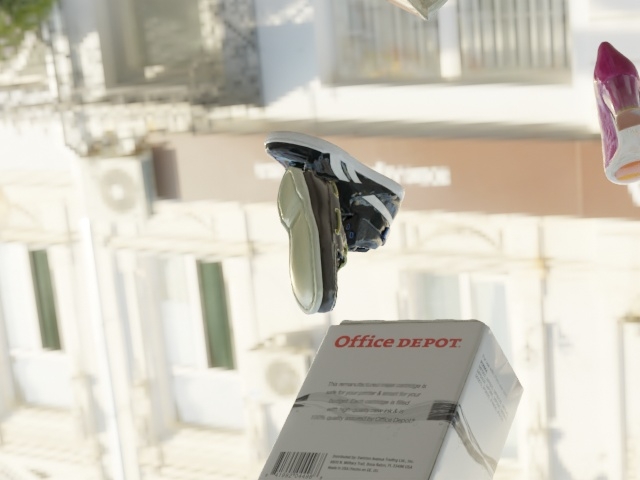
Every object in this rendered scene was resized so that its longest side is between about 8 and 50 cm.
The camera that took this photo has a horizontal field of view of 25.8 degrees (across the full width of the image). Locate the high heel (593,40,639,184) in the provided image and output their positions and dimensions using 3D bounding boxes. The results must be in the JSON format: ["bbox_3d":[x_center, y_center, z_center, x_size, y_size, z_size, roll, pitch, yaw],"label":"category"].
[{"bbox_3d":[0.416,-0.170,1.941,0.082,0.117,0.244,-17,152,12],"label":"high heel"}]

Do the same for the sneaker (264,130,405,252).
[{"bbox_3d":[0.012,-0.052,1.830,0.217,0.121,0.079,25,162,-27],"label":"sneaker"}]

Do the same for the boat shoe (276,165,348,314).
[{"bbox_3d":[0.000,0.000,1.673,0.068,0.081,0.228,11,-138,-22],"label":"boat shoe"}]

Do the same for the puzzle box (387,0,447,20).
[{"bbox_3d":[0.150,-0.426,1.778,0.272,0.052,0.409,-46,-156,2],"label":"puzzle box"}]

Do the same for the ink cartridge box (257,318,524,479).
[{"bbox_3d":[0.064,0.217,1.400,0.197,0.114,0.273,-3,-134,35],"label":"ink cartridge box"}]
